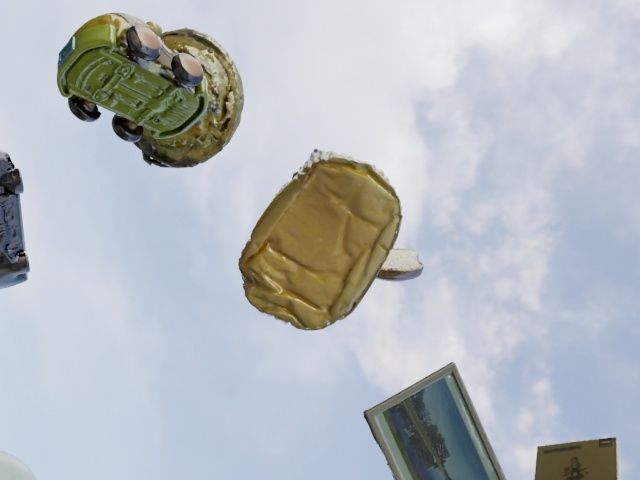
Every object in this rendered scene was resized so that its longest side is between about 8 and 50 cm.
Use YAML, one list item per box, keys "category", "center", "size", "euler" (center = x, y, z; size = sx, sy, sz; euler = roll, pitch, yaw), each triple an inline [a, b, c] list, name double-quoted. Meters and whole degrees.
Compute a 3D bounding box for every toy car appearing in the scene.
- category: "toy car"
  center: [-0.414, -0.037, 0.887]
  size: [0.108, 0.090, 0.209]
  euler: [55, -35, 38]
- category: "toy car"
  center: [-0.303, -0.280, 1.194]
  size: [0.200, 0.248, 0.142]
  euler: [-30, -129, 30]

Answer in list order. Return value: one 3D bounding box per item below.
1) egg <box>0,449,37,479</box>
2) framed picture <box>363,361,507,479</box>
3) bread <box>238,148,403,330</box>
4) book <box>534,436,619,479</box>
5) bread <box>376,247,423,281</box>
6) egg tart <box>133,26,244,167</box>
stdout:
- category: "egg"
  center: [-0.498, 0.391, 1.080]
  size: [0.151, 0.151, 0.209]
  euler: [40, -35, 41]
- category: "framed picture"
  center: [0.120, 0.213, 0.741]
  size: [0.149, 0.109, 0.011]
  euler: [65, -13, -8]
- category: "bread"
  center: [0.000, 0.000, 0.993]
  size: [0.179, 0.133, 0.250]
  euler: [29, -83, 3]
- category: "book"
  center: [0.403, 0.399, 1.152]
  size: [0.139, 0.198, 0.016]
  euler: [-18, -63, 31]
- category: "bread"
  center: [0.143, 0.048, 1.477]
  size: [0.126, 0.129, 0.044]
  euler: [-78, 169, -65]
- category: "egg tart"
  center: [-0.293, -0.279, 1.443]
  size: [0.291, 0.107, 0.290]
  euler: [1, -86, 10]
